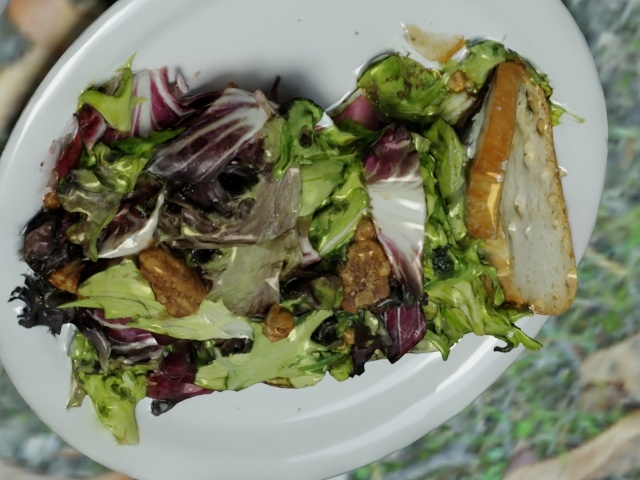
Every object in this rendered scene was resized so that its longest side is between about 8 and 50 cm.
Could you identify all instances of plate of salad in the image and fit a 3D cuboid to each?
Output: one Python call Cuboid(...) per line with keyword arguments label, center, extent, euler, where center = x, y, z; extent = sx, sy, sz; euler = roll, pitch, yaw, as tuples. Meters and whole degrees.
Cuboid(label="plate of salad", center=(0.000, 0.000, 0.586), extent=(0.199, 0.048, 0.200), euler=(-12, 125, -17))

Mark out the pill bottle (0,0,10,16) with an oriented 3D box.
Cuboid(label="pill bottle", center=(-0.162, -0.018, 0.462), extent=(0.108, 0.108, 0.193), euler=(27, 107, -35))
